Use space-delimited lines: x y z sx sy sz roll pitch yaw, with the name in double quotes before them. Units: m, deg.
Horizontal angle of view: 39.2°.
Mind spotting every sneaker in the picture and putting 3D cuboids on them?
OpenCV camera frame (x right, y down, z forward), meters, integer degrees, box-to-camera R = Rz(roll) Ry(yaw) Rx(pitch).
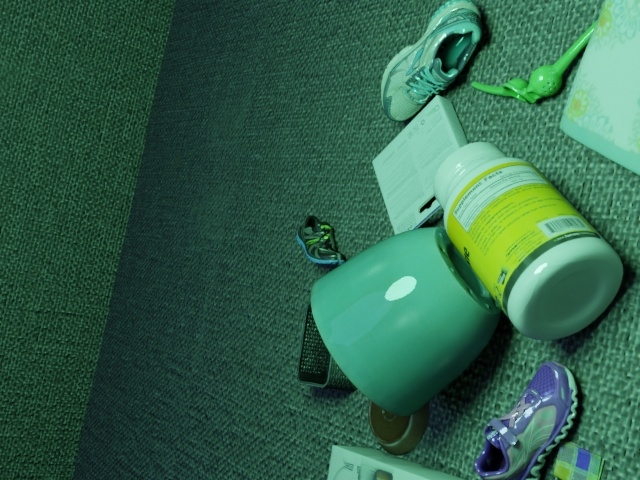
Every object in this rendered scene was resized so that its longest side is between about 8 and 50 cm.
"sneaker" 0.000 0.000 2.016 0.188 0.067 0.078 49 126 54
"sneaker" 0.213 -0.338 1.762 0.283 0.110 0.122 -55 26 31
"sneaker" 0.315 0.295 1.411 0.236 0.104 0.095 -67 24 11

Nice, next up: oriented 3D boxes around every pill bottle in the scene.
"pill bottle" 0.316 -0.013 1.448 0.188 0.187 0.334 -59 37 25

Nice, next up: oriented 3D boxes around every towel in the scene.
"towel" 0.392 0.345 1.372 0.083 0.009 0.060 17 93 57
"towel" 0.526 -0.238 1.279 0.374 0.090 0.321 44 123 49

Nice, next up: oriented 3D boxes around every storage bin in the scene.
"storage bin" 0.025 0.219 1.889 0.122 0.084 0.180 -3 77 55

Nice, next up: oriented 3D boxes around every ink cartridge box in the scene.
"ink cartridge box" 0.206 -0.134 1.778 0.223 0.045 0.224 -44 46 38

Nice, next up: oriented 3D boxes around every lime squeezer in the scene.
"lime squeezer" 0.369 -0.293 1.587 0.310 0.058 0.110 -22 61 52

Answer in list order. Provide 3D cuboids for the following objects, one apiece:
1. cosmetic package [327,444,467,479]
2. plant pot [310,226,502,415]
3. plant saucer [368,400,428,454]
"cosmetic package" 0.139 0.544 1.601 0.377 0.097 0.285 1 82 56
"plant pot" 0.167 0.117 1.551 0.235 0.293 0.293 -39 47 23
"plant saucer" 0.142 0.326 1.730 0.168 0.029 0.169 -24 60 51
